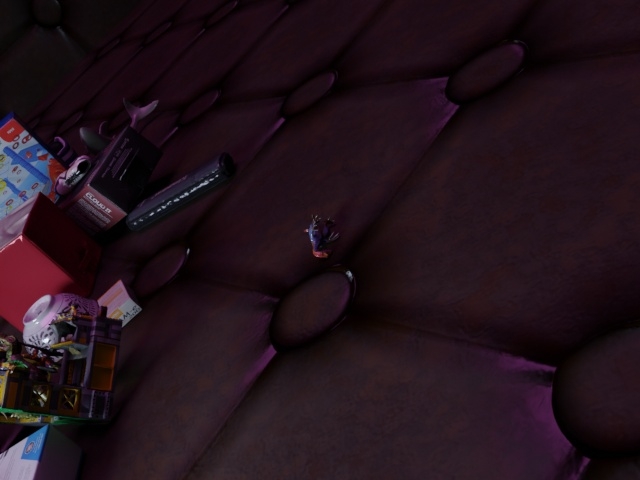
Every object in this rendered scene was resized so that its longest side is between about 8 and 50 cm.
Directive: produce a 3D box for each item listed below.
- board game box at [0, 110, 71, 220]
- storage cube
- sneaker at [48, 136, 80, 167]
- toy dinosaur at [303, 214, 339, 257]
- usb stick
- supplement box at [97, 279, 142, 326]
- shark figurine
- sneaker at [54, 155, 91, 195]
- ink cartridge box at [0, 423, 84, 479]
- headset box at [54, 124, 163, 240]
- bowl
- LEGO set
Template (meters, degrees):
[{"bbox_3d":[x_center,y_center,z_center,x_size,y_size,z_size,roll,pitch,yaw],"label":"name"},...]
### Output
[{"bbox_3d":[-0.762,-0.103,1.972,0.308,0.302,0.086,-43,30,-3],"label":"board game box"},{"bbox_3d":[-0.609,0.047,1.701,0.215,0.193,0.183,-33,30,15],"label":"storage cube"},{"bbox_3d":[-0.737,-0.200,2.227,0.282,0.153,0.099,-3,46,48],"label":"sneaker"},{"bbox_3d":[0.000,0.000,1.229,0.090,0.047,0.082,122,164,-54],"label":"toy dinosaur"},{"bbox_3d":[-0.299,-0.103,1.691,0.278,0.045,0.077,-28,32,23],"label":"usb stick"},{"bbox_3d":[-0.374,0.120,1.484,0.062,0.036,0.098,-43,29,-4],"label":"supplement box"},{"bbox_3d":[-0.533,-0.276,2.184,0.116,0.166,0.278,7,31,22],"label":"shark figurine"},{"bbox_3d":[-0.547,-0.143,1.760,0.109,0.040,0.044,-53,24,-6],"label":"sneaker"},{"bbox_3d":[-0.455,0.381,1.176,0.191,0.082,0.139,-33,30,16],"label":"ink cartridge box"},{"bbox_3d":[-0.498,-0.115,1.827,0.293,0.110,0.218,-30,29,40],"label":"headset box"},{"bbox_3d":[-0.528,0.159,1.569,0.170,0.080,0.170,-28,31,19],"label":"bowl"},{"bbox_3d":[-0.472,0.189,1.278,0.331,0.255,0.192,-21,60,51],"label":"LEGO set"}]
